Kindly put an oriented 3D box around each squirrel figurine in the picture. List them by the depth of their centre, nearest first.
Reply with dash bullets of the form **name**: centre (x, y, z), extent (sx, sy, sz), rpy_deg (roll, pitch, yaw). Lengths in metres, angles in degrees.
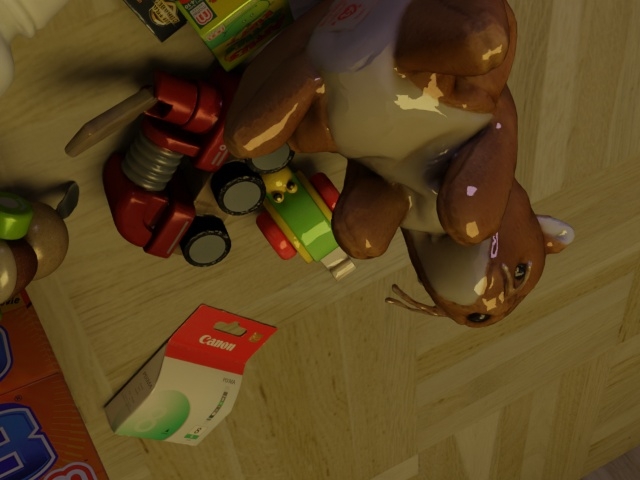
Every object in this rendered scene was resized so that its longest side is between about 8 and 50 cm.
- **squirrel figurine**: centre (0.126, -0.113, 1.124), extent (0.281, 0.397, 0.370), rpy_deg (-24, 124, 21)

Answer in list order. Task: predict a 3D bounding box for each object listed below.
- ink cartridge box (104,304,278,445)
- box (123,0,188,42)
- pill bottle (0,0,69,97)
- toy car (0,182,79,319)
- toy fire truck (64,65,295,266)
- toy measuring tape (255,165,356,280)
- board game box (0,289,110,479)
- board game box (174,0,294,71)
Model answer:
- **ink cartridge box**: centre (-0.178, 0.203, 1.550), extent (0.225, 0.056, 0.181), rpy_deg (-44, 145, 16)
- **box**: centre (-0.141, -0.306, 0.971), extent (0.175, 0.051, 0.220), rpy_deg (-38, 146, 4)
- **pill bottle**: centre (-0.369, -0.132, 0.806), extent (0.361, 0.204, 0.204), rpy_deg (-48, 147, -11)
- **toy car**: centre (-0.331, -0.007, 1.136), extent (0.188, 0.149, 0.155), rpy_deg (-26, 145, -60)
- **toy fire truck**: centre (-0.177, -0.086, 1.138), extent (0.246, 0.158, 0.217), rpy_deg (16, 122, -35)
- **toy measuring tape**: centre (0.000, 0.000, 1.401), extent (0.121, 0.121, 0.330), rpy_deg (-35, 146, 0)
- **board game box**: centre (-0.437, 0.313, 1.194), extent (0.356, 0.356, 0.356), rpy_deg (-20, 142, -21)
- **board game box**: centre (-0.080, -0.225, 1.048), extent (0.092, 0.043, 0.181), rpy_deg (-38, 178, 1)
